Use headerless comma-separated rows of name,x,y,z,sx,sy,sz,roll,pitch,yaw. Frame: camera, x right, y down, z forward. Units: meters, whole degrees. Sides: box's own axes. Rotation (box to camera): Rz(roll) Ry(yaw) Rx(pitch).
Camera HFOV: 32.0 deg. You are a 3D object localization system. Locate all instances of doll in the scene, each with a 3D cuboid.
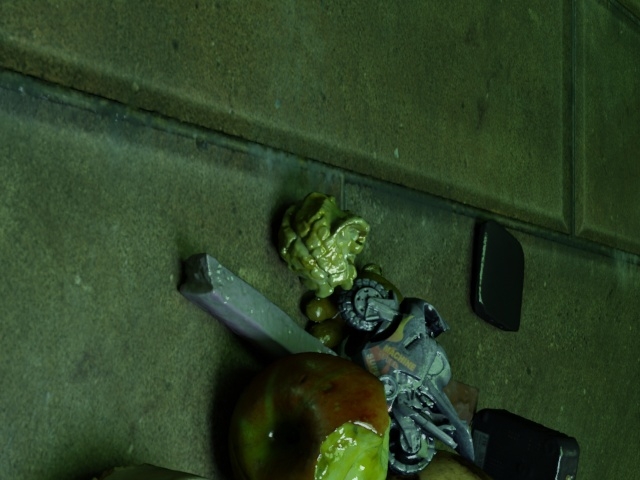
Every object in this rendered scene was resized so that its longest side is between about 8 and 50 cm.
doll,0.061,0.110,1.757,0.209,0.097,0.137,-22,90,-47

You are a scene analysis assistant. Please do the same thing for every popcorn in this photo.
popcorn,0.000,0.000,1.661,0.135,0.162,0.141,5,55,-22

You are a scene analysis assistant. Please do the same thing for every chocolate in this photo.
chocolate,0.159,0.266,1.846,0.214,0.148,0.093,29,70,-49

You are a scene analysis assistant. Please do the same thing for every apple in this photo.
apple,0.004,0.274,1.523,0.226,0.246,0.246,18,73,-54

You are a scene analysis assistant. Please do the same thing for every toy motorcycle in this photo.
toy motorcycle,0.132,0.196,1.680,0.173,0.108,0.307,-9,76,-23

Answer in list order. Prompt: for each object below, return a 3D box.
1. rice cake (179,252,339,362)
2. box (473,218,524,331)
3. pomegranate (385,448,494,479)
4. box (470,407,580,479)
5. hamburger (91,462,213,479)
rice cake,-0.076,0.125,1.570,0.365,0.072,0.056,44,53,-46
box,0.360,0.074,2.247,0.212,0.042,0.201,27,66,-53
pomegranate,0.161,0.459,1.721,0.281,0.281,0.281,6,82,-56
box,0.301,0.460,1.792,0.058,0.211,0.350,8,93,-32
hamburger,-0.196,0.404,1.289,0.302,0.170,0.302,14,72,-49
